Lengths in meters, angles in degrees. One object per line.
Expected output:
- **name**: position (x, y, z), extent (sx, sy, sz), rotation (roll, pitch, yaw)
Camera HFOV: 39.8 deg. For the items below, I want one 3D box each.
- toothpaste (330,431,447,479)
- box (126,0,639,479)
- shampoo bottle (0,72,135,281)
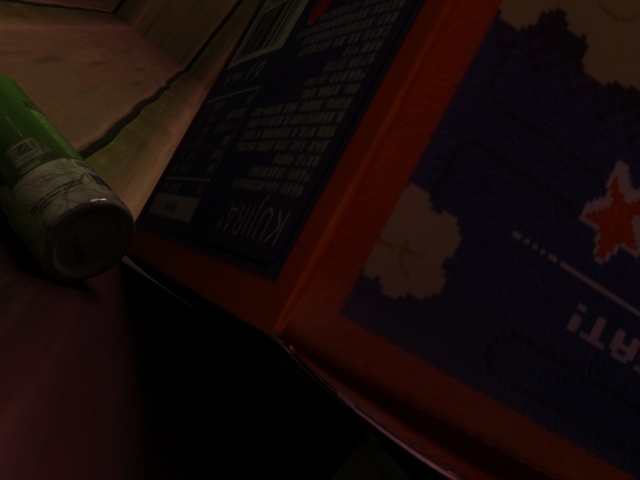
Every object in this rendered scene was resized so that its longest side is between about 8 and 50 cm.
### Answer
- **toothpaste**: position (0.132, 0.206, 0.532), extent (0.336, 0.067, 0.081), rotation (33, 8, -41)
- **box**: position (0.093, -0.003, 0.537), extent (0.318, 0.257, 0.349), rotation (32, -7, -22)
- **shampoo bottle**: position (-0.194, -0.059, 0.556), extent (0.204, 0.065, 0.065), rotation (43, 8, 32)
